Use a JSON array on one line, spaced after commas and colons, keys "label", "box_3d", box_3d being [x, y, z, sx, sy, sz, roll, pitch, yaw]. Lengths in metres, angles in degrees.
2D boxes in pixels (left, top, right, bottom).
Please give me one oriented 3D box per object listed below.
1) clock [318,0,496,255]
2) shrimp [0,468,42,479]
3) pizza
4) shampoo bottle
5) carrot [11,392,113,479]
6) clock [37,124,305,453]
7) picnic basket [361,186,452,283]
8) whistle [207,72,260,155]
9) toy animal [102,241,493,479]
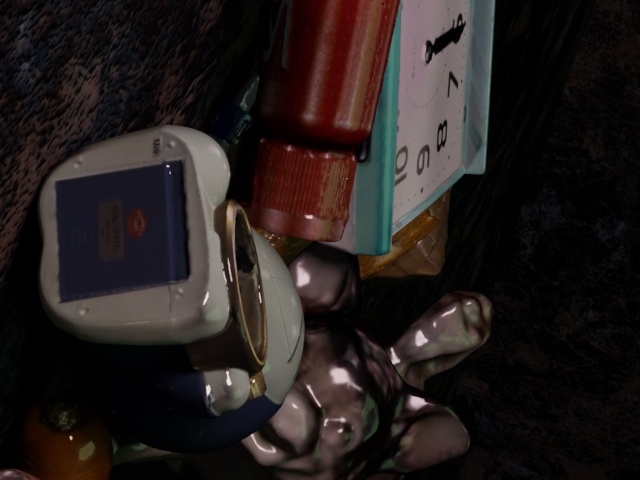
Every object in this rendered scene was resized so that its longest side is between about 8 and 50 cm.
[{"label": "clock", "box_3d": [0.048, -0.150, 1.309, 0.231, 0.116, 0.262, -39, 134, -57]}, {"label": "shrimp", "box_3d": [-0.219, 0.255, 0.959, 0.145, 0.116, 0.343, -54, 169, -51]}, {"label": "pizza", "box_3d": [-0.001, -0.003, 1.397, 0.246, 0.058, 0.127, -21, 149, -34]}, {"label": "shampoo bottle", "box_3d": [0.011, -0.159, 1.110, 0.118, 0.076, 0.314, -150, -111, -64]}, {"label": "carrot", "box_3d": [-0.177, 0.182, 1.146, 0.067, 0.067, 0.225, -54, 165, -46]}, {"label": "clock", "box_3d": [-0.089, 0.034, 1.047, 0.243, 0.146, 0.200, 74, 4, -66]}, {"label": "picnic basket", "box_3d": [0.048, -0.051, 1.537, 0.128, 0.137, 0.179, 61, 27, -85]}, {"label": "whistle", "box_3d": [-0.066, -0.082, 1.212, 0.083, 0.029, 0.033, -58, 152, -6]}, {"label": "toy animal", "box_3d": [0.002, 0.125, 1.330, 0.302, 0.194, 0.344, -37, 170, 3]}]
